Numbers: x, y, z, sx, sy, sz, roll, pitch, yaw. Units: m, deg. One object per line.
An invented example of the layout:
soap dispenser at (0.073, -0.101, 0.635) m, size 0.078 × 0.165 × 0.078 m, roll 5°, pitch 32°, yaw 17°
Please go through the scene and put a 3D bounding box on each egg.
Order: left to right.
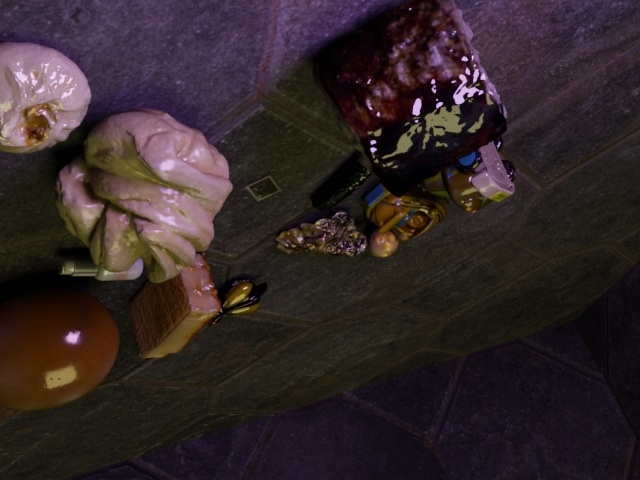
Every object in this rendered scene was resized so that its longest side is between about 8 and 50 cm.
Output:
egg at (-0.647, 0.252, 1.850) m, size 0.351 × 0.282 × 0.282 m, roll -19°, pitch 155°, yaw 1°

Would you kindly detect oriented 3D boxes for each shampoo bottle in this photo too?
shampoo bottle at (-0.507, 0.057, 1.821) m, size 0.192 × 0.074 × 0.074 m, roll -1°, pitch 148°, yaw -37°

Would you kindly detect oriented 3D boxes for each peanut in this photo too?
peanut at (0.171, 0.005, 2.216) m, size 0.087 × 0.087 × 0.207 m, roll -23°, pitch 180°, yaw 1°

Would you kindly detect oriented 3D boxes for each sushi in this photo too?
sushi at (0.171, -0.264, 1.473) m, size 0.294 × 0.299 × 0.281 m, roll -28°, pitch 170°, yaw 7°

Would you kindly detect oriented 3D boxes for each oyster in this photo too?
oyster at (0.000, 0.000, 2.127) m, size 0.223 × 0.083 × 0.214 m, roll -21°, pitch 154°, yaw 13°

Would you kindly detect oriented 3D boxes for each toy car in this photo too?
toy car at (0.235, -0.078, 2.080) m, size 0.248 × 0.142 × 0.200 m, roll 3°, pitch 146°, yaw -40°
toy car at (0.315, -0.174, 1.836) m, size 0.198 × 0.247 × 0.204 m, roll -32°, pitch 154°, yaw 30°

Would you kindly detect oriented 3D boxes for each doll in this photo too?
doll at (-0.266, 0.178, 2.252) m, size 0.249 × 0.088 × 0.127 m, roll -17°, pitch 155°, yaw -3°

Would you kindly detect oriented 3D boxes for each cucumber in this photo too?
cucumber at (0.062, -0.139, 1.907) m, size 0.067 × 0.067 × 0.245 m, roll 4°, pitch 143°, yaw -44°

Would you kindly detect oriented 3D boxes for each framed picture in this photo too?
framed picture at (-0.133, -0.122, 1.849) m, size 0.066 × 0.006 × 0.089 m, roll -25°, pitch 155°, yaw 5°

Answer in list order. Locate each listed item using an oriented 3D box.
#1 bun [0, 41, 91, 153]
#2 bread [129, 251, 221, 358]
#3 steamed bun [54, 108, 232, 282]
bun at (-0.471, -0.209, 1.251) m, size 0.222 × 0.127 × 0.222 m, roll -16°, pitch 153°, yaw -8°
bread at (-0.377, 0.171, 2.033) m, size 0.114 × 0.184 × 0.275 m, roll 9°, pitch 140°, yaw -43°
steamed bun at (-0.334, -0.067, 1.507) m, size 0.325 × 0.230 × 0.372 m, roll 25°, pitch 133°, yaw -37°
